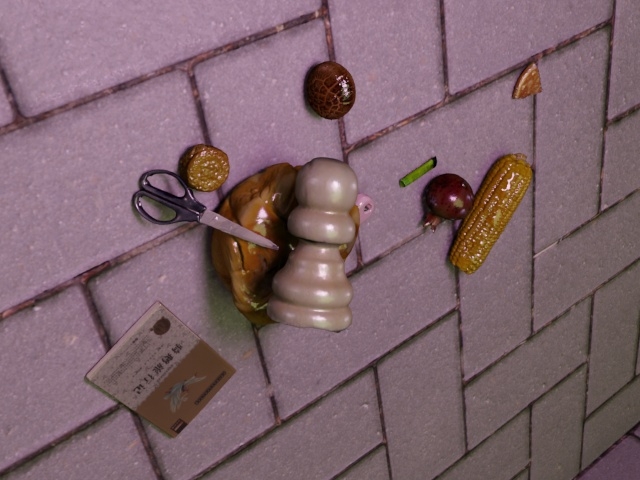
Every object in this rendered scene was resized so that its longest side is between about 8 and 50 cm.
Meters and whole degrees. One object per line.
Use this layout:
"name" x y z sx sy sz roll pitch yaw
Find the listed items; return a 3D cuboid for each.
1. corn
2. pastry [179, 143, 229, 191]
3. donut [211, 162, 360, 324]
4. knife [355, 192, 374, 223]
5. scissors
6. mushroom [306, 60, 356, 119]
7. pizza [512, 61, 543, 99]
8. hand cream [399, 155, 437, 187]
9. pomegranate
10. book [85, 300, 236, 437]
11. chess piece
"corn" 0.471 -0.076 2.119 0.120 0.120 0.363 20 99 -44
"pastry" -0.232 -0.145 1.540 0.097 0.057 0.109 -27 126 -25
"donut" -0.076 0.011 1.677 0.361 0.170 0.360 -17 120 -32
"knife" 0.025 0.031 1.874 0.081 0.043 0.335 25 101 -51
"scissors" -0.219 -0.045 1.510 0.300 0.022 0.109 23 100 -7
"mushroom" 0.020 -0.318 1.629 0.085 0.109 0.126 -26 110 -22
"pizza" 0.553 -0.420 2.074 0.099 0.029 0.100 -39 130 -6
"hand cream" 0.252 -0.173 1.951 0.122 0.023 0.036 -33 140 -23
"pomegranate" 0.319 -0.102 1.988 0.159 0.129 0.129 -32 135 12
"book" -0.344 0.295 1.706 0.217 0.021 0.310 -48 134 -10
"chess piece" 0.000 0.000 1.523 0.182 0.182 0.330 1 101 -40
